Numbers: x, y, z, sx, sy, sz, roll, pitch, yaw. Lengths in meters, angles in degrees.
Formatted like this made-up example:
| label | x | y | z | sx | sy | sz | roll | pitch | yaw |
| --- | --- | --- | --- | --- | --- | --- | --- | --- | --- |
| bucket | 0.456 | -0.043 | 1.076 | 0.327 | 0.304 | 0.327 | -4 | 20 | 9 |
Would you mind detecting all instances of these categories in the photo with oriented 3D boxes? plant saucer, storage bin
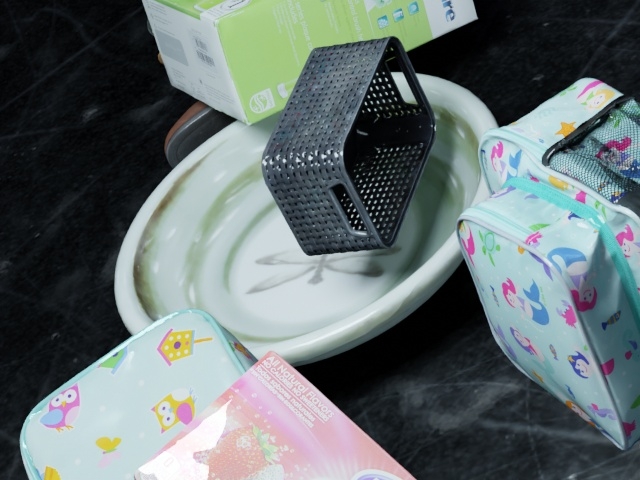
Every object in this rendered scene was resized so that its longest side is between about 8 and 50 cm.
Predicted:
| label | x | y | z | sx | sy | sz | roll | pitch | yaw |
| --- | --- | --- | --- | --- | --- | --- | --- | --- | --- |
| plant saucer | 0.000 | 0.000 | 1.747 | 0.400 | 0.100 | 0.400 | -18 | 37 | 14 |
| storage bin | 0.028 | -0.085 | 1.643 | 0.084 | 0.122 | 0.180 | -6 | 41 | 28 |

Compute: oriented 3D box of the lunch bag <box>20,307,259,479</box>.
| label | x | y | z | sx | sy | sz | roll | pitch | yaw |
| --- | --- | --- | --- | --- | --- | --- | --- | --- | --- |
| lunch bag | -0.115 | 0.209 | 1.497 | 0.224 | 0.108 | 0.279 | -37 | 55 | 4 |

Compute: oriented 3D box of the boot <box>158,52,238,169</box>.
| label | x | y | z | sx | sy | sz | roll | pitch | yaw |
| --- | --- | --- | --- | --- | --- | --- | --- | --- | --- |
| boot | -0.116 | -0.189 | 2.065 | 0.264 | 0.096 | 0.280 | -40 | 36 | -14 |

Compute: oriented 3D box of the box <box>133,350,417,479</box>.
| label | x | y | z | sx | sy | sz | roll | pitch | yaw |
| --- | --- | --- | --- | --- | --- | --- | --- | --- | --- |
| box | 0.023 | 0.242 | 1.283 | 0.142 | 0.154 | 0.300 | -42 | 67 | -17 |

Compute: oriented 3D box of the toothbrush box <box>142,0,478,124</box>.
| label | x | y | z | sx | sy | sz | roll | pitch | yaw |
| --- | --- | --- | --- | --- | --- | --- | --- | --- | --- |
| toothbrush box | -0.014 | -0.248 | 1.907 | 0.283 | 0.122 | 0.206 | -25 | 26 | -18 |

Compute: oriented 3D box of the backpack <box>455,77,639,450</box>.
| label | x | y | z | sx | sy | sz | roll | pitch | yaw |
| --- | --- | --- | --- | --- | --- | --- | --- | --- | --- |
| backpack | 0.209 | 0.010 | 1.299 | 0.191 | 0.225 | 0.253 | -28 | 31 | -7 |

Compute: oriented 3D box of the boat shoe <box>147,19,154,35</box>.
| label | x | y | z | sx | sy | sz | roll | pitch | yaw |
| --- | --- | --- | --- | --- | --- | --- | --- | --- | --- |
| boat shoe | -0.124 | -0.321 | 2.247 | 0.219 | 0.078 | 0.070 | -35 | 6 | -24 |
